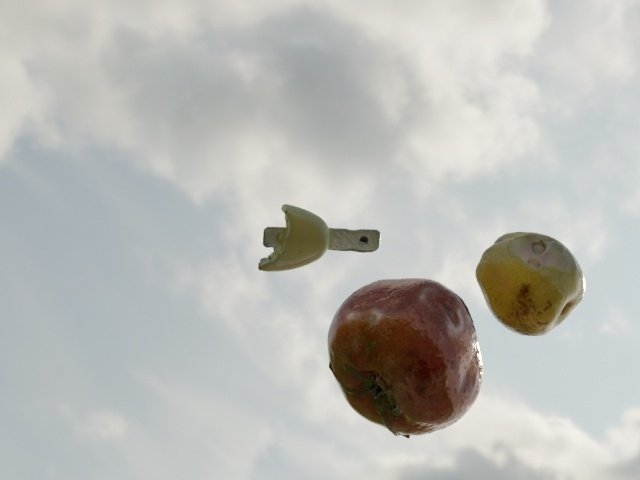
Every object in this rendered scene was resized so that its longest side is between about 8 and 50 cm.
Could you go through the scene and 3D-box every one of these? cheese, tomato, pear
[{"bbox_3d":[0.000,0.000,2.169,0.235,0.127,0.050,4,4,-17],"label":"cheese"},{"bbox_3d":[0.121,0.156,1.627,0.232,0.188,0.232,30,-39,28],"label":"tomato"},{"bbox_3d":[0.336,0.065,1.883,0.178,0.178,0.178,21,-37,17],"label":"pear"}]
